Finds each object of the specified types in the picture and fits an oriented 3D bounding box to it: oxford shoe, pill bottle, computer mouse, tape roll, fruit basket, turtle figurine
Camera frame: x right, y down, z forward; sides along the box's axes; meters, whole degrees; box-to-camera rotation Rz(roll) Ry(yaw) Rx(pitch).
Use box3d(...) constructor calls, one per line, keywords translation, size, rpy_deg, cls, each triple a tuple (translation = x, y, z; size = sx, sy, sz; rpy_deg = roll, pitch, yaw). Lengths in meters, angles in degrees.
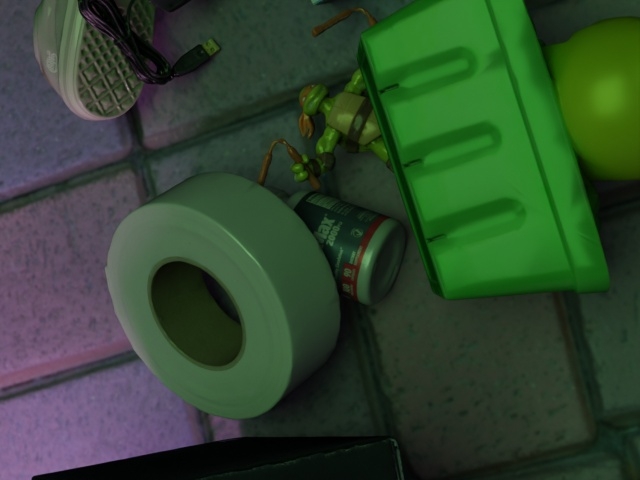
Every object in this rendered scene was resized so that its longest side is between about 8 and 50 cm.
box3d(translation=(-0.263, -0.376, 1.758), size=(0.130, 0.169, 0.449), rpy_deg=(20, 98, 46), cls="oxford shoe")
box3d(translation=(0.000, 0.000, 1.668), size=(0.180, 0.108, 0.108), rpy_deg=(19, 97, 21), cls="pill bottle")
box3d(translation=(-0.155, -0.310, 1.720), size=(0.262, 0.184, 0.060), rpy_deg=(-44, 34, -14), cls="computer mouse")
box3d(translation=(-0.118, 0.066, 1.654), size=(0.286, 0.100, 0.286), rpy_deg=(21, 127, 30), cls="tape roll")
box3d(translation=(0.252, -0.129, 1.471), size=(0.392, 0.283, 0.392), rpy_deg=(0, 90, 0), cls="fruit basket")
box3d(translation=(0.052, -0.125, 1.651), size=(0.217, 0.087, 0.269), rpy_deg=(26, 77, 12), cls="turtle figurine")

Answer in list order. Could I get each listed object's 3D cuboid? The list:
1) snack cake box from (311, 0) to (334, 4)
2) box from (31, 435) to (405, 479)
box3d(translation=(-0.002, -0.429, 1.647), size=(0.152, 0.089, 0.264), rpy_deg=(-29, 94, 18), cls="snack cake box")
box3d(translation=(-0.095, 0.461, 1.484), size=(0.297, 0.480, 0.472), rpy_deg=(-7, 85, -22), cls="box")
